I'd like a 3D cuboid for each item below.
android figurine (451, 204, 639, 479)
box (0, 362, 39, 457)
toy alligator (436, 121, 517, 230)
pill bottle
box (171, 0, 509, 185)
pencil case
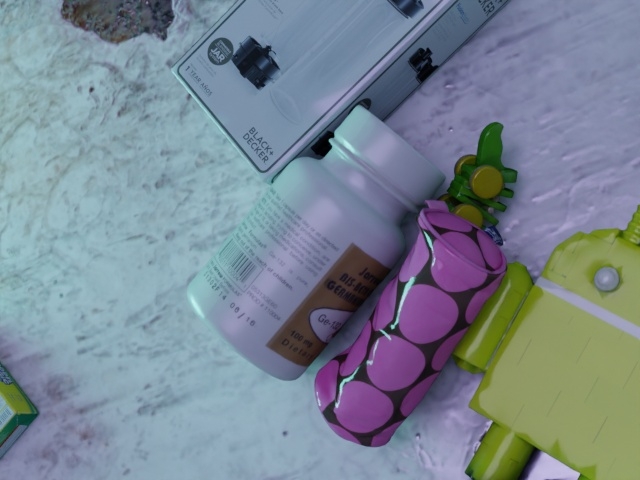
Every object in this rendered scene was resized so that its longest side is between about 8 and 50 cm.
[{"bbox_3d":[0.234,0.103,0.841,0.248,0.056,0.273,31,93,26],"label":"android figurine"},{"bbox_3d":[-0.388,0.157,1.098,0.105,0.043,0.179,-48,68,7],"label":"box"},{"bbox_3d":[0.127,-0.012,0.917,0.051,0.056,0.189,24,99,-16],"label":"toy alligator"},{"bbox_3d":[0.000,0.000,0.919,0.131,0.131,0.229,42,96,25],"label":"pill bottle"},{"bbox_3d":[0.021,-0.197,0.979,0.290,0.087,0.169,-45,66,9],"label":"box"},{"bbox_3d":[0.070,0.071,0.869,0.209,0.095,0.098,-58,48,24],"label":"pencil case"}]
